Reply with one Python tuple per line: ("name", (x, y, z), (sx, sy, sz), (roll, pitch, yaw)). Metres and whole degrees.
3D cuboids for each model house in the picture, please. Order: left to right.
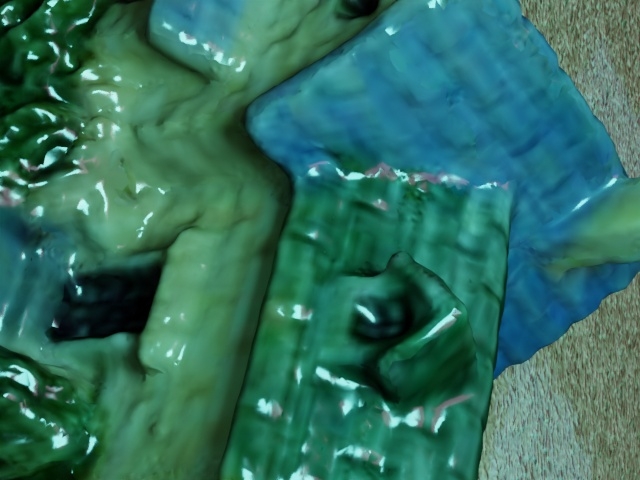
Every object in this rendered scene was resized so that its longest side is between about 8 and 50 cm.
("model house", (0.000, 0.000, 0.966), (0.395, 0.400, 0.445), (51, 46, -45))
